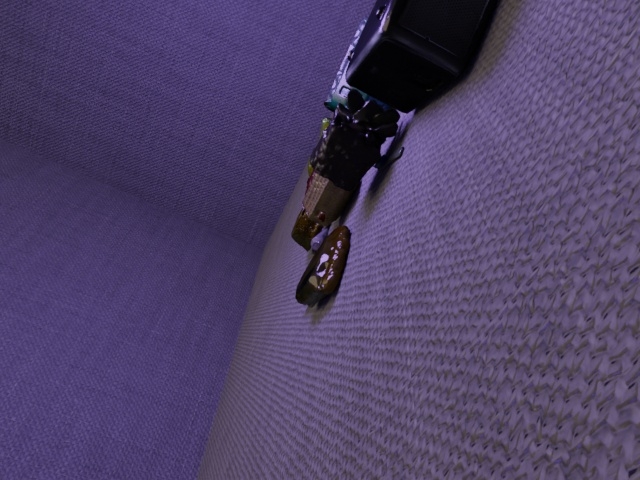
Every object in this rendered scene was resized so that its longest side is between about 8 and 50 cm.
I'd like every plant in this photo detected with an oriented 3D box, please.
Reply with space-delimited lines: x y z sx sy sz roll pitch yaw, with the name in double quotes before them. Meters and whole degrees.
"plant" 0.101 -0.295 1.579 0.276 0.199 0.188 -54 10 13

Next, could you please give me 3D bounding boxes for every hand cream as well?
"hand cream" 0.000 0.000 2.010 0.084 0.053 0.142 -62 -5 22

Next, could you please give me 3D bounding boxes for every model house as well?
"model house" 0.038 -0.181 1.882 0.253 0.160 0.196 -84 19 -54

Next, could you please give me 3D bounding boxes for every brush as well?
"brush" 0.195 -0.239 1.549 0.033 0.030 0.178 -59 8 -13

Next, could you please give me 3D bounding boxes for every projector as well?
"projector" 0.263 -0.587 1.365 0.395 0.242 0.404 172 122 -80

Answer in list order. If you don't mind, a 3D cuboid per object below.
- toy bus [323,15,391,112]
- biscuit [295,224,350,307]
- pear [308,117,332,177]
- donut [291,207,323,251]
"toy bus" 0.184 -0.563 1.833 0.199 0.184 0.343 37 110 36
"biscuit" -0.008 0.110 1.693 0.335 0.078 0.329 -56 10 37
"pear" 0.043 -0.347 2.196 0.286 0.177 0.281 -88 22 -68
"donut" -0.034 -0.093 2.155 0.271 0.107 0.272 -61 4 7
